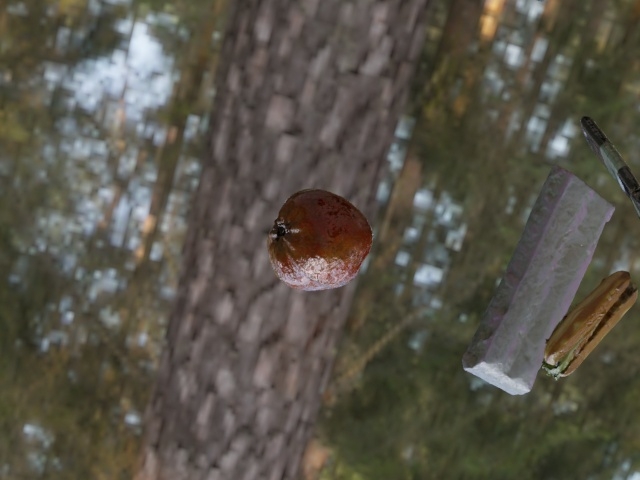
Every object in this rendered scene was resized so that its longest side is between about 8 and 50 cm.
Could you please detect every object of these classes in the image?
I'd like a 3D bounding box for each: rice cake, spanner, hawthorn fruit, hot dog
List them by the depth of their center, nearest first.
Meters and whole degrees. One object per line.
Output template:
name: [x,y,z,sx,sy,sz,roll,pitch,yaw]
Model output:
hot dog: [0.169,0.052,1.046,0.021,0.083,0.037,41,173,40]
spanner: [0.293,-0.054,1.583,0.024,0.087,0.316,-25,-159,5]
hawthorn fruit: [0.000,0.000,1.902,0.128,0.128,0.128,13,-156,-6]
rice cake: [0.292,0.056,2.181,0.106,0.298,0.050,29,175,-33]
